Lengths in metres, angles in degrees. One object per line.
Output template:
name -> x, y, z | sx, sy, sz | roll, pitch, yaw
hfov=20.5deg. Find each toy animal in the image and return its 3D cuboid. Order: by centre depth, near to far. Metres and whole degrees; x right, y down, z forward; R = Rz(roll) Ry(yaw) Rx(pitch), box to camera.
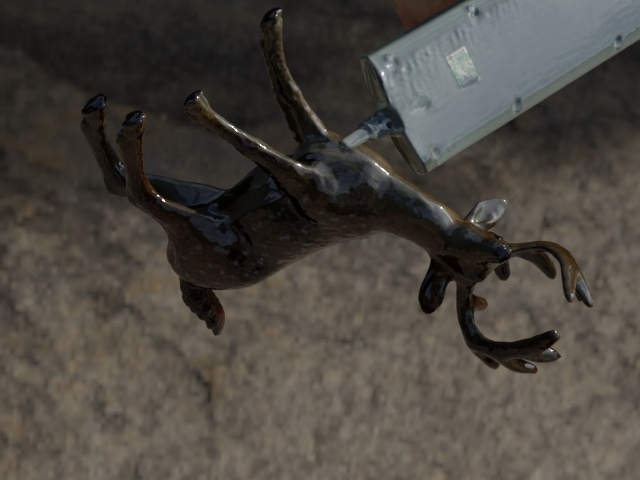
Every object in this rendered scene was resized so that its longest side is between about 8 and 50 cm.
toy animal -> 0.007, -0.015, 1.037 | 0.243, 0.260, 0.087 | -12, 41, 40

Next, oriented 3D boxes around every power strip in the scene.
power strip -> 0.101, -0.098, 0.842 | 0.253, 0.060, 0.027 | -32, 10, -28

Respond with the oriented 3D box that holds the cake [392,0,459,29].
cake -> 0.166, -0.316, 1.189 | 0.270, 0.319, 0.269 | -31, 21, -35
